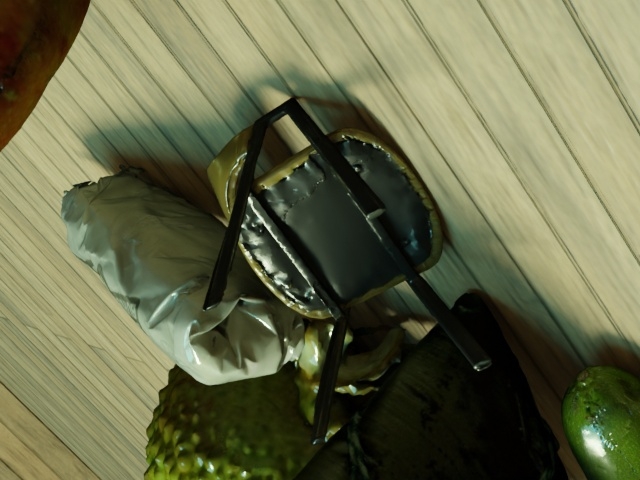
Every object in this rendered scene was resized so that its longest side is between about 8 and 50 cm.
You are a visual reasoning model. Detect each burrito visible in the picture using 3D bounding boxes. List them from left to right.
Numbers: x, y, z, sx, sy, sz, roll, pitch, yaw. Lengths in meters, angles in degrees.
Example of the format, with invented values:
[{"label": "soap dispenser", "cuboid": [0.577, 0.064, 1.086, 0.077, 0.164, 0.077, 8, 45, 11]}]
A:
[{"label": "burrito", "cuboid": [-0.147, 0.015, 1.190, 0.445, 0.139, 0.101, 35, 123, 57]}]

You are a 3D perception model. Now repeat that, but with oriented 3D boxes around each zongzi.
[{"label": "zongzi", "cuboid": [0.156, 0.285, 0.988, 0.362, 0.319, 0.383, 20, 150, 47]}]

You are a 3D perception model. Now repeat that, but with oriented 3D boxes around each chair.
[{"label": "chair", "cuboid": [0.000, 0.000, 0.954, 0.158, 0.172, 0.247, 54, -163, -32]}]

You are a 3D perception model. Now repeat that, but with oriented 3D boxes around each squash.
[{"label": "squash", "cuboid": [0.273, 0.216, 1.020, 0.087, 0.087, 0.331, 16, 148, 45]}]

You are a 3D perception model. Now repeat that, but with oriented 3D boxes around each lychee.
[{"label": "lychee", "cuboid": [-0.038, 0.202, 1.217, 0.270, 0.270, 0.320, 39, 163, 3]}]

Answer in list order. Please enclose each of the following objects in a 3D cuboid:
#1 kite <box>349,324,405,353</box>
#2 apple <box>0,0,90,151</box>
[{"label": "kite", "cuboid": [0.057, 0.126, 1.282, 0.152, 0.015, 0.285, 42, 160, -12]}, {"label": "apple", "cuboid": [-0.333, -0.182, 0.816, 0.374, 0.384, 0.374, 2, 126, 3]}]
